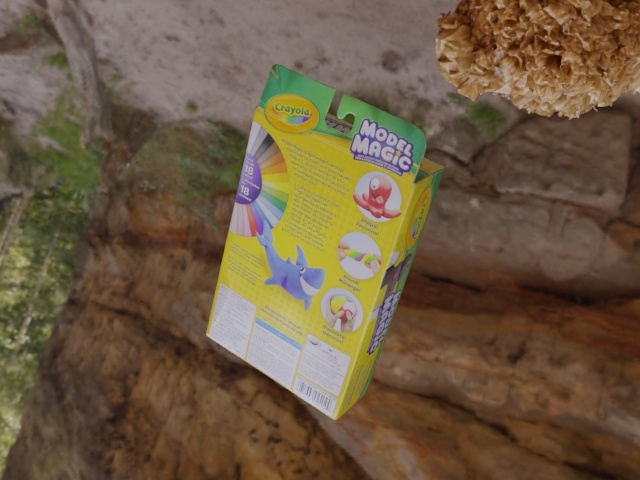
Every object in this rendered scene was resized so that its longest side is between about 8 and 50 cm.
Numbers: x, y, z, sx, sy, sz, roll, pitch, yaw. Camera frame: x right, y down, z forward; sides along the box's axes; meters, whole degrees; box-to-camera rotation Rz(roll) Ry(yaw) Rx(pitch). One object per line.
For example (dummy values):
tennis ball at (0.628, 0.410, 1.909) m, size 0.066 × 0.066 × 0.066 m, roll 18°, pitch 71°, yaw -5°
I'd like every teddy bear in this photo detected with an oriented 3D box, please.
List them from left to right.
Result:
teddy bear at (0.150, -0.248, 0.474) m, size 0.245 × 0.338 × 0.113 m, roll 25°, pitch 160°, yaw -15°

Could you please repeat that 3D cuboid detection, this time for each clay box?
clay box at (0.000, 0.000, 0.551) m, size 0.127 × 0.222 × 0.053 m, roll 29°, pitch -151°, yaw 23°
